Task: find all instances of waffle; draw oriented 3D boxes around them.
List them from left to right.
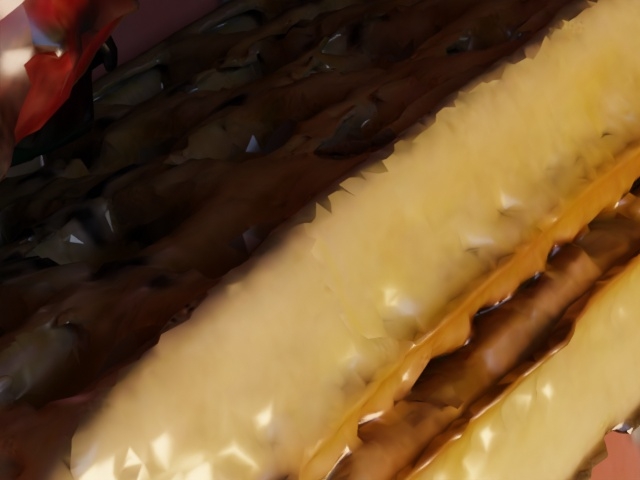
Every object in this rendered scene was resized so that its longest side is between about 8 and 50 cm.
[{"bbox_3d":[0.000,0.001,0.508,0.376,0.261,0.114,-38,114,-39],"label":"waffle"}]

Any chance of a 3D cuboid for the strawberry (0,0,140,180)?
[{"bbox_3d":[-0.162,-0.132,0.398,0.238,0.250,0.288,-22,103,-16],"label":"strawberry"}]
